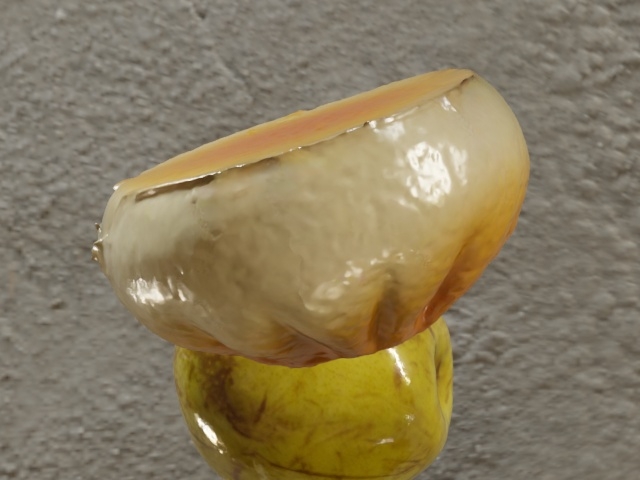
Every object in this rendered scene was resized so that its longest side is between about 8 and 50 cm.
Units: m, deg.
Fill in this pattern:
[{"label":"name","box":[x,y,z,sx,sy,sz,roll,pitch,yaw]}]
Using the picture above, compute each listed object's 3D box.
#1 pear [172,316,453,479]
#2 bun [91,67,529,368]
[{"label":"pear","box":[-0.004,0.133,1.319,0.280,0.280,0.281,-3,84,29]},{"label":"bun","box":[0.000,0.000,0.912,0.299,0.299,0.165,-14,99,28]}]
